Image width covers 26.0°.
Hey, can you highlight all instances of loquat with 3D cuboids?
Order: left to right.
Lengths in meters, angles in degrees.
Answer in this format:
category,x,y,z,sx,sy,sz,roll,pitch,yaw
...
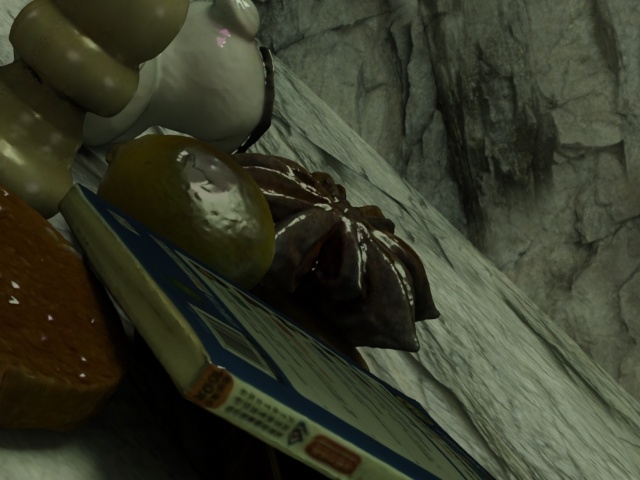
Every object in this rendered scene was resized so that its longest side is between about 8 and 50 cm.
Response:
category,x,y,z,sx,sy,sz,roll,pitch,yaw
loquat,-0.125,-0.019,1.231,0.195,0.152,0.152,58,17,20

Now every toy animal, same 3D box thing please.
category,x,y,z,sx,sy,sz,roll,pitch,yaw
toy animal,-0.203,-0.193,1.500,0.310,0.247,0.182,11,64,-45

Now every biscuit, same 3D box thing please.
category,x,y,z,sx,sy,sz,roll,pitch,yaw
biscuit,-0.266,0.015,0.840,0.367,0.063,0.314,30,19,-43
biscuit,-0.031,0.054,1.538,0.183,0.047,0.319,30,16,-33

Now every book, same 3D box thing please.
category,x,y,z,sx,sy,sz,roll,pitch,yaw
book,0.006,0.122,1.061,0.428,0.039,0.300,36,4,-35

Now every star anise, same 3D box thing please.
category,x,y,z,sx,sy,sz,roll,pitch,yaw
star anise,0.002,0.010,1.458,0.315,0.108,0.315,34,21,-16

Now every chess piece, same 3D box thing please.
category,x,y,z,sx,sy,sz,roll,pitch,yaw
chess piece,-0.202,-0.122,1.080,0.143,0.261,0.143,41,9,-8

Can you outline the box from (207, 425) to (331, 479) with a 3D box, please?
category,x,y,z,sx,sy,sz,roll,pitch,yaw
box,0.012,0.224,0.931,0.159,0.071,0.240,34,13,-21

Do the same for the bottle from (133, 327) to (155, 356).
category,x,y,z,sx,sy,sz,roll,pitch,yaw
bottle,-0.113,0.078,1.140,0.101,0.063,0.047,17,54,-59
